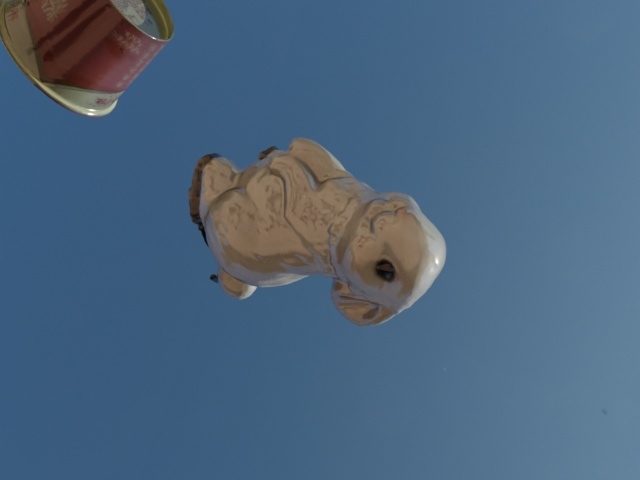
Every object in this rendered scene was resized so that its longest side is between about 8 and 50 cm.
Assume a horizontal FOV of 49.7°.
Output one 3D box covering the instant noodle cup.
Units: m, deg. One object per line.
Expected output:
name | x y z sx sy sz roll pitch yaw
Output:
instant noodle cup | -0.359 -0.341 1.097 0.179 0.235 0.234 -32 -105 22

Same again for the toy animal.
toy animal | 0.000 0.000 0.896 0.357 0.194 0.257 25 -54 36
